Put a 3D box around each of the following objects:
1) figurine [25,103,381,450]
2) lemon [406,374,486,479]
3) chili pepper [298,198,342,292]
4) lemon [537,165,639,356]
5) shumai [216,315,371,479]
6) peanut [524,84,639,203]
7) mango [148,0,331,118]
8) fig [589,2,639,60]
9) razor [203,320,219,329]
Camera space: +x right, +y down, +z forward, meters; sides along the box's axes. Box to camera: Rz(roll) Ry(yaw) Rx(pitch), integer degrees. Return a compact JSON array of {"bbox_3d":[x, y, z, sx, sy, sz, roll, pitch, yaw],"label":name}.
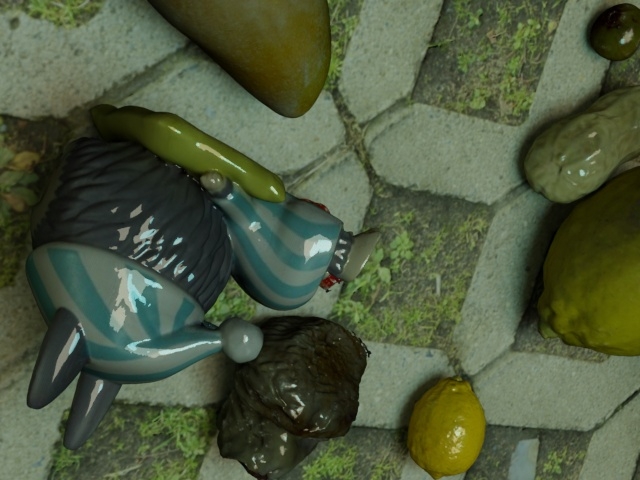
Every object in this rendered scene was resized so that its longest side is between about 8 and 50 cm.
[{"bbox_3d":[-0.180,0.071,1.295,0.361,0.266,0.377,28,84,-14],"label":"figurine"},{"bbox_3d":[0.184,0.273,1.643,0.114,0.114,0.155,19,84,-31],"label":"lemon"},{"bbox_3d":[0.000,0.000,1.506,0.123,0.073,0.070,57,31,-28],"label":"chili pepper"},{"bbox_3d":[0.481,0.033,1.666,0.285,0.285,0.316,14,123,-31],"label":"lemon"},{"bbox_3d":[-0.059,0.201,1.496,0.185,0.218,0.184,-30,109,26],"label":"shumai"},{"bbox_3d":[0.415,-0.150,1.669,0.257,0.123,0.123,-33,115,-16],"label":"peanut"},{"bbox_3d":[-0.101,-0.307,1.291,0.199,0.221,0.384,-35,119,-1],"label":"mango"},{"bbox_3d":[0.448,-0.302,1.687,0.098,0.082,0.084,51,39,-43],"label":"fig"},{"bbox_3d":[-0.202,0.085,1.436,0.190,0.033,0.066,30,47,-34],"label":"razor"}]
